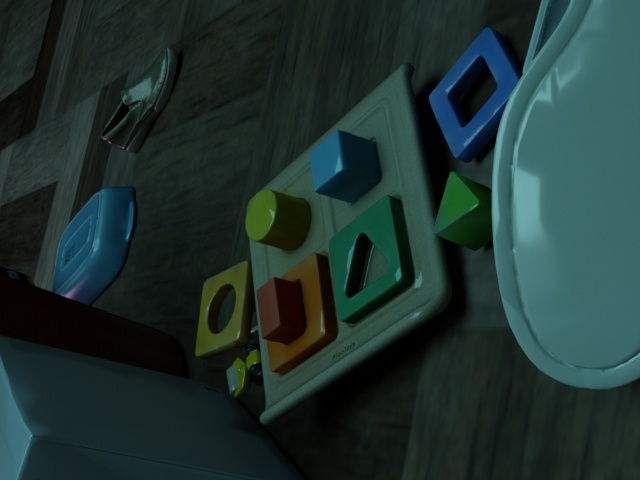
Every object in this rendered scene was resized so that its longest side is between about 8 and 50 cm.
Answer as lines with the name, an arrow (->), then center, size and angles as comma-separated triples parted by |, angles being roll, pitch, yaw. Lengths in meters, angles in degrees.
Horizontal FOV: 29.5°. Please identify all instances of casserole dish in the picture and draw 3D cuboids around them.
casserole dish -> -0.258, 0.008, 1.358 | 0.188, 0.037, 0.114 | -39, 41, 51

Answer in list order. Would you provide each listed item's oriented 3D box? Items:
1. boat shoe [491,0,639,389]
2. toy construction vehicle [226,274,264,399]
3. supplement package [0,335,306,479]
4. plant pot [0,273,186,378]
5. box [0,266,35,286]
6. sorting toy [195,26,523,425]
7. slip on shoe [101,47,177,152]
boat shoe -> 0.153, -0.090, 0.565 | 0.099, 0.116, 0.320 | 16, -98, -73
toy construction vehicle -> -0.032, 0.065, 0.882 | 0.098, 0.035, 0.086 | -51, 36, 28
supplement package -> -0.163, 0.235, 0.845 | 0.199, 0.198, 0.263 | 33, 105, 64
plant pot -> -0.275, 0.147, 1.041 | 0.272, 0.265, 0.272 | -40, 41, 47
box -> -0.375, 0.205, 1.285 | 0.322, 0.079, 0.257 | -69, 23, 4
sorting toy -> 0.000, 0.000, 0.789 | 0.347, 0.047, 0.196 | -39, 43, 40
slip on shoe -> -0.197, -0.155, 1.326 | 0.135, 0.041, 0.051 | -54, 32, 35
